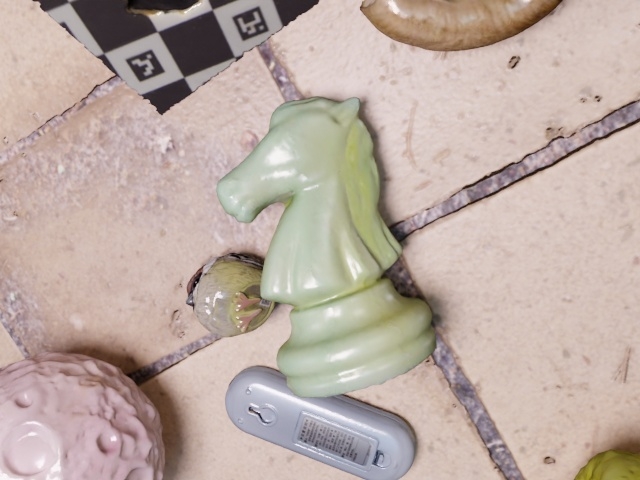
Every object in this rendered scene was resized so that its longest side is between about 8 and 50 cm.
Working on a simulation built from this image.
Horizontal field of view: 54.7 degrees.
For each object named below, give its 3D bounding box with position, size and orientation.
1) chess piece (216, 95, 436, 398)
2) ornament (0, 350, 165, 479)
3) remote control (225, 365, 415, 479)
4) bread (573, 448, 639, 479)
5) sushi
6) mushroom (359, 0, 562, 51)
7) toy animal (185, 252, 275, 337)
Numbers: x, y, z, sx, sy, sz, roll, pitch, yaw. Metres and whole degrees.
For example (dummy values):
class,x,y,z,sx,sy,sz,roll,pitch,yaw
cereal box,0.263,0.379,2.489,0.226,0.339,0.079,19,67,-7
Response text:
class,x,y,z,sx,sy,sz,roll,pitch,yaw
chess piece,0.000,0.000,0.652,0.175,0.176,0.298,-18,91,15
ornament,-0.306,0.254,0.730,0.259,0.225,0.259,14,124,22
remote control,-0.004,0.226,0.757,0.244,0.047,0.087,18,109,9
bread,0.349,0.391,0.577,0.307,0.348,0.348,18,106,13
sushi,-0.137,-0.323,0.585,0.339,0.069,0.320,-30,140,17
mushroom,0.176,-0.277,0.554,0.151,0.156,0.285,39,120,-11
toy animal,-0.091,0.056,0.727,0.098,0.137,0.098,30,130,44
